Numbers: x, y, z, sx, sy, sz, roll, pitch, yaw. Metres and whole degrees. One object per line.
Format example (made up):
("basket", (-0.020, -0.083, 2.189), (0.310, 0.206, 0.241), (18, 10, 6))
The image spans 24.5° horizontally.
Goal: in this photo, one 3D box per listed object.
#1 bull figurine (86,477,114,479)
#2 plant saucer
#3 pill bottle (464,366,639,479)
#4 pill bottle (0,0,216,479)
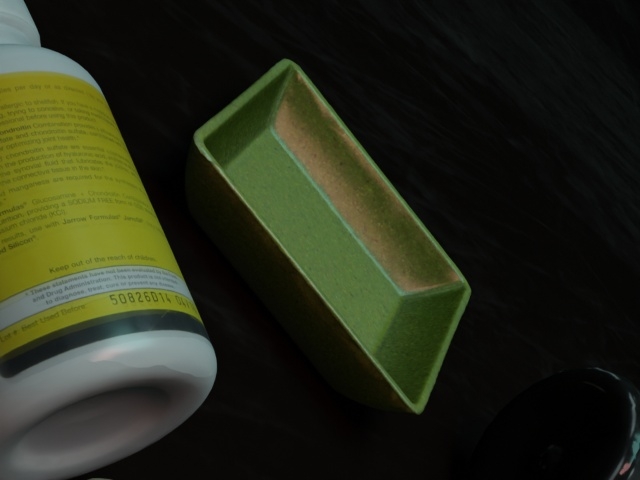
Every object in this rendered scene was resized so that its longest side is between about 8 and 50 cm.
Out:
("bull figurine", (-0.046, 0.170, 0.429), (0.310, 0.101, 0.188), (30, 29, -26))
("plant saucer", (0.000, 0.000, 0.844), (0.188, 0.045, 0.188), (52, 23, -7))
("pill bottle", (0.191, 0.183, 0.856), (0.219, 0.123, 0.123), (44, 25, -26))
("pill bottle", (-0.117, -0.008, 0.560), (0.103, 0.103, 0.184), (13, 47, -57))
